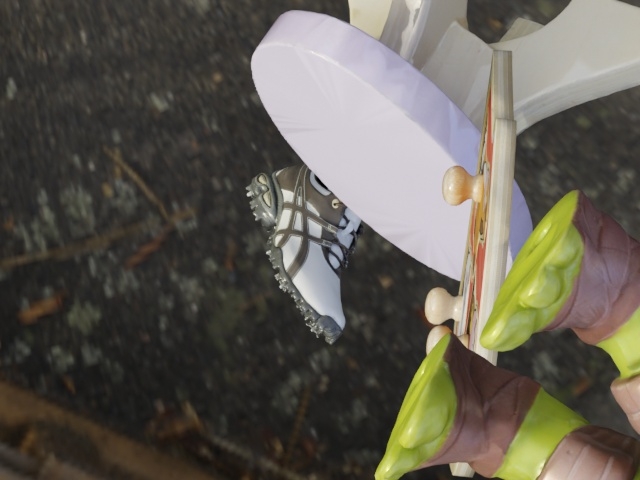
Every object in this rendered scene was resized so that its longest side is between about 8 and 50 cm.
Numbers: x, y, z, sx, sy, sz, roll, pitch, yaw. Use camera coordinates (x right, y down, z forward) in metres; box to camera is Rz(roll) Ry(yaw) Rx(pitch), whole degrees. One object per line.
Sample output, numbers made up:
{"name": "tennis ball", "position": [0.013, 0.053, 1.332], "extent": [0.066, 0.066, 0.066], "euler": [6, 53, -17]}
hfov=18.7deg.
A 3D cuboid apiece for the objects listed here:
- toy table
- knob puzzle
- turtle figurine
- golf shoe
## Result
{"name": "toy table", "position": [0.079, -0.105, 1.223], "extent": [0.161, 0.252, 0.274], "euler": [-57, 158, -13]}
{"name": "knob puzzle", "position": [0.067, 0.026, 0.928], "extent": [0.030, 0.213, 0.213], "euler": [7, 111, 1]}
{"name": "turtle figurine", "position": [0.137, 0.076, 0.538], "extent": [0.217, 0.269, 0.087], "euler": [35, 56, -2]}
{"name": "golf shoe", "position": [0.000, 0.000, 1.727], "extent": [0.094, 0.198, 0.077], "euler": [-26, 141, 6]}
